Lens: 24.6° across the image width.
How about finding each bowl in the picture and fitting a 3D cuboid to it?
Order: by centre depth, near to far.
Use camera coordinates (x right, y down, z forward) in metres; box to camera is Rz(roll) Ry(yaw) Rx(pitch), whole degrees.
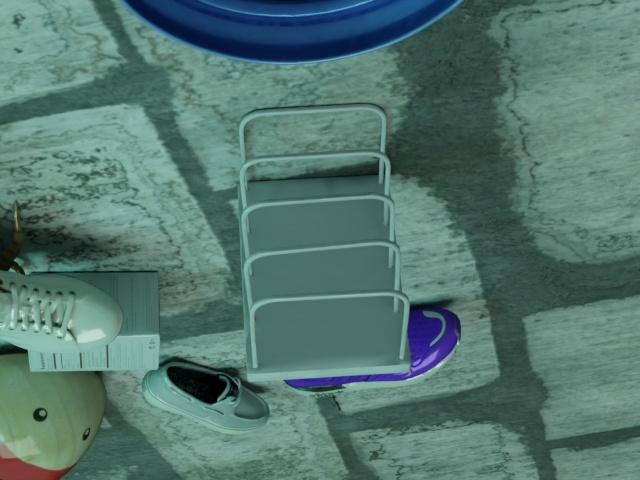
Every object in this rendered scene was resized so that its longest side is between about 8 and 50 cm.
[{"bbox_3d":[-0.021,-0.316,1.397,0.391,0.077,0.391,-3,149,-2],"label":"bowl"}]

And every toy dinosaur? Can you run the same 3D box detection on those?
[{"bbox_3d":[-0.426,0.036,1.931,0.211,0.064,0.112,-27,141,32],"label":"toy dinosaur"}]

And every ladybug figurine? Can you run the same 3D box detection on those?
[{"bbox_3d":[-0.525,0.316,2.282,0.449,0.162,0.305,-28,142,33],"label":"ladybug figurine"}]

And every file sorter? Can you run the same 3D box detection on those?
[{"bbox_3d":[0.000,0.000,1.728,0.193,0.277,0.173,-4,147,-2],"label":"file sorter"}]

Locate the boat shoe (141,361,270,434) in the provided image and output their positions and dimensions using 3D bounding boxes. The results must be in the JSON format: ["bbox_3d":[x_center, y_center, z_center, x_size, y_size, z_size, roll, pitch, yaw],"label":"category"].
[{"bbox_3d":[-0.165,0.244,2.292,0.227,0.079,0.081,20,145,-30],"label":"boat shoe"}]

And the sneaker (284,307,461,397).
[{"bbox_3d":[0.056,0.153,2.152,0.293,0.102,0.146,-17,146,19],"label":"sneaker"}]

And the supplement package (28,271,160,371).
[{"bbox_3d":[-0.313,0.113,2.032,0.179,0.105,0.105,0,148,-7],"label":"supplement package"}]

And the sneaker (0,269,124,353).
[{"bbox_3d":[-0.390,0.090,1.858,0.290,0.106,0.123,12,-174,-14],"label":"sneaker"}]
